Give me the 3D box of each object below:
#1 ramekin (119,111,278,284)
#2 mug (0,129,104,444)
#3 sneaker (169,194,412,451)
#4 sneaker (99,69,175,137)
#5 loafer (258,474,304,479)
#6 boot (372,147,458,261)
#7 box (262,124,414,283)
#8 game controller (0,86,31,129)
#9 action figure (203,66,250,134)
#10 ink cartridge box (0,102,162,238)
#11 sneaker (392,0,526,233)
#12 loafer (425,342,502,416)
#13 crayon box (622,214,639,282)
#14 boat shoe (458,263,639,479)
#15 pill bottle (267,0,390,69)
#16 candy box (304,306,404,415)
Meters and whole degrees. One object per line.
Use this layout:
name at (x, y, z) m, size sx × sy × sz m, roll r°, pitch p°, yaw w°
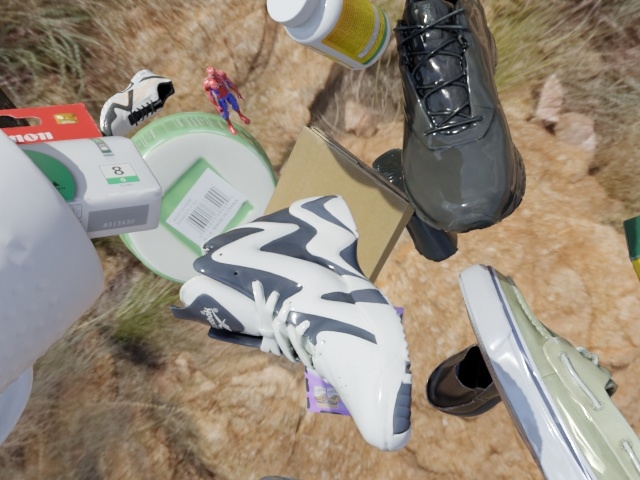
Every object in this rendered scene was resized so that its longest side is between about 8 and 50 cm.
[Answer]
ramekin at (-0.211, -0.067, 1.442) m, size 0.303 × 0.148 × 0.303 m, roll -3°, pitch 102°, yaw -14°
mug at (-0.391, 0.096, 0.740) m, size 0.276 × 0.374 × 0.328 m, roll 22°, pitch 55°, yaw 30°
sneaker at (-0.030, 0.064, 0.614) m, size 0.153 × 0.094 × 0.235 m, roll -12°, pitch 51°, yaw -9°
sneaker at (-0.199, -0.147, 0.906) m, size 0.044 × 0.040 × 0.109 m, roll 15°, pitch 56°, yaw 22°
loafer at (0.055, 0.386, 1.113) m, size 0.320 × 0.111 × 0.112 m, roll 18°, pitch 124°, yaw 21°
boot at (0.198, -0.048, 1.497) m, size 0.094 × 0.246 × 0.207 m, roll -36°, pitch 115°, yaw -4°
box at (0.000, 0.000, 0.914) m, size 0.164 × 0.021 × 0.201 m, roll 40°, pitch 116°, yaw 30°
game controller at (-0.583, -0.235, 1.315) m, size 0.167 × 0.319 × 0.067 m, roll 14°, pitch 71°, yaw 7°
action figure at (-0.122, -0.183, 1.072) m, size 0.038 × 0.115 × 0.030 m, roll -36°, pitch 54°, yaw -6°
ink cartridge box at (-0.272, -0.082, 0.779) m, size 0.181 × 0.224 × 0.056 m, roll -10°, pitch 136°, yaw -30°
sneaker at (0.105, -0.133, 0.720) m, size 0.109 × 0.130 × 0.286 m, roll -14°, pitch 51°, yaw 14°
loafer at (0.304, 0.246, 1.606) m, size 0.130 × 0.366 × 0.133 m, roll 16°, pitch 60°, yaw -23°
crayon box at (0.593, 0.088, 1.018) m, size 0.313 × 0.106 × 0.363 m, roll -22°, pitch 114°, yaw 24°
boat shoe at (0.218, 0.144, 0.746) m, size 0.094 × 0.109 × 0.302 m, roll -25°, pitch 61°, yaw 3°
pill bottle at (0.013, -0.366, 1.369) m, size 0.118 × 0.208 × 0.117 m, roll -9°, pitch 76°, yaw 39°
candy box at (0.058, 0.203, 1.411) m, size 0.165 × 0.070 × 0.196 m, roll 4°, pitch 122°, yaw 11°
